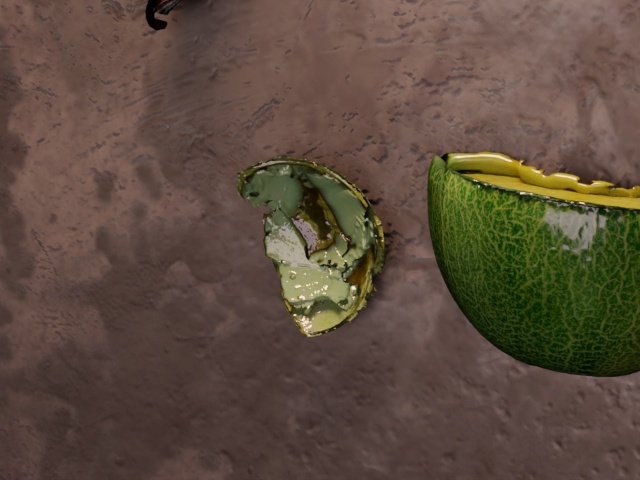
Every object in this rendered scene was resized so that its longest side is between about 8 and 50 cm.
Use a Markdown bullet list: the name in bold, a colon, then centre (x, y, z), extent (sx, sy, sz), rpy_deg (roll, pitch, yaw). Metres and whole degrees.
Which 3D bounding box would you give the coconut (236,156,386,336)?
- **coconut**: centre (0.000, 0.001, 1.248), extent (0.133, 0.055, 0.158), rpy_deg (-7, 98, 22)

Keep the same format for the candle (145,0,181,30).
- **candle**: centre (-0.084, -0.315, 1.226), extent (0.084, 0.059, 0.302), rpy_deg (38, 110, 25)

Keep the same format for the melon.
- **melon**: centre (0.192, 0.033, 1.138), extent (0.265, 0.129, 0.169), rpy_deg (10, 106, 20)
